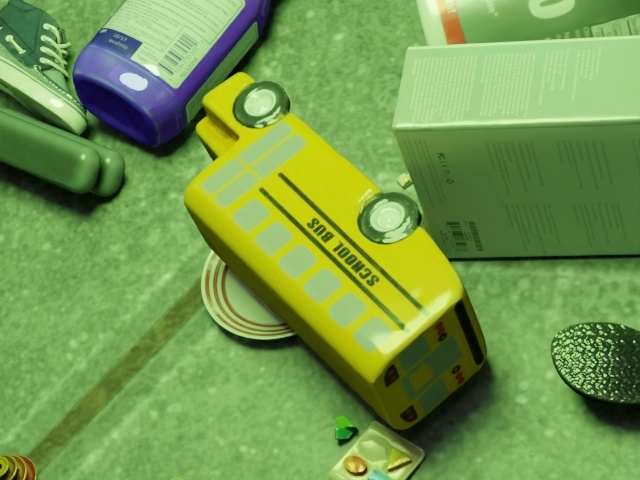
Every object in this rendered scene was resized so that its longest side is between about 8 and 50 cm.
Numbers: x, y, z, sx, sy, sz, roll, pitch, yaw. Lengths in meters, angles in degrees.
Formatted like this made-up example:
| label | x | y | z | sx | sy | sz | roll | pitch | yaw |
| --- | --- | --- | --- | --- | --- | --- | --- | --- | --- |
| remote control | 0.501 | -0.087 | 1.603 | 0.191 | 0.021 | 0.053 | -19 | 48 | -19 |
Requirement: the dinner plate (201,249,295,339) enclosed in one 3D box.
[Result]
| label | x | y | z | sx | sy | sz | roll | pitch | yaw |
| --- | --- | --- | --- | --- | --- | --- | --- | --- | --- |
| dinner plate | -0.034 | 0.028 | 1.620 | 0.141 | 0.017 | 0.141 | -9 | 54 | 13 |

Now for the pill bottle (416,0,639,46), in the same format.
| label | x | y | z | sx | sy | sz | roll | pitch | yaw |
| --- | --- | --- | --- | --- | --- | --- | --- | --- | --- |
| pill bottle | 0.231 | -0.210 | 1.606 | 0.283 | 0.161 | 0.161 | -15 | 52 | 9 |

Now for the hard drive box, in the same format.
| label | x | y | z | sx | sy | sz | roll | pitch | yaw |
| --- | --- | --- | --- | --- | --- | --- | --- | --- | --- |
| hard drive box | 0.194 | -0.071 | 1.509 | 0.232 | 0.181 | 0.089 | 0 | 55 | 18 |

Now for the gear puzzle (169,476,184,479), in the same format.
| label | x | y | z | sx | sy | sz | roll | pitch | yaw |
| --- | --- | --- | --- | --- | --- | --- | --- | --- | --- |
| gear puzzle | -0.175 | 0.350 | 1.430 | 0.339 | 0.044 | 0.175 | -43 | 55 | -10 |

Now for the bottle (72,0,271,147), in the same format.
| label | x | y | z | sx | sy | sz | roll | pitch | yaw |
| --- | --- | --- | --- | --- | --- | --- | --- | --- | --- |
| bottle | -0.111 | -0.220 | 1.772 | 0.118 | 0.092 | 0.283 | 29 | 66 | 16 |

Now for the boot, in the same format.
| label | x | y | z | sx | sy | sz | roll | pitch | yaw |
| --- | --- | --- | --- | --- | --- | --- | --- | --- | --- |
| boot | -0.269 | -0.174 | 1.812 | 0.190 | 0.069 | 0.086 | 34 | 78 | 35 |

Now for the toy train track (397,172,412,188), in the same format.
| label | x | y | z | sx | sy | sz | roll | pitch | yaw |
| --- | --- | --- | --- | --- | --- | --- | --- | --- | --- |
| toy train track | 0.103 | -0.074 | 1.647 | 0.083 | 0.014 | 0.048 | -33 | 52 | -6 |

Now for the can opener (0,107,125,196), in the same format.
| label | x | y | z | sx | sy | sz | roll | pitch | yaw |
| --- | --- | --- | --- | --- | --- | --- | --- | --- | --- |
| can opener | -0.309 | -0.088 | 1.778 | 0.280 | 0.074 | 0.093 | 16 | 97 | 30 |

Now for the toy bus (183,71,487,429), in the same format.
| label | x | y | z | sx | sy | sz | roll | pitch | yaw |
| --- | --- | --- | --- | --- | --- | --- | --- | --- | --- |
| toy bus | 0.000 | 0.000 | 1.551 | 0.130 | 0.108 | 0.332 | -40 | 53 | -10 |

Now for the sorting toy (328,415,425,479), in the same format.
| label | x | y | z | sx | sy | sz | roll | pitch | yaw |
| --- | --- | --- | --- | --- | --- | --- | --- | --- | --- |
| sorting toy | 0.034 | 0.172 | 1.497 | 0.083 | 0.012 | 0.062 | 29 | 69 | 33 |

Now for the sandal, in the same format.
| label | x | y | z | sx | sy | sz | roll | pitch | yaw |
| --- | --- | --- | --- | --- | --- | --- | --- | --- | --- |
| sandal | 0.265 | 0.108 | 1.452 | 0.179 | 0.040 | 0.067 | 10 | 64 | 8 |

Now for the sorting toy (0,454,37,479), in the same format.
| label | x | y | z | sx | sy | sz | roll | pitch | yaw |
| --- | --- | --- | --- | --- | --- | --- | --- | --- | --- |
| sorting toy | -0.256 | 0.216 | 1.548 | 0.061 | 0.042 | 0.102 | -31 | 52 | -4 |
